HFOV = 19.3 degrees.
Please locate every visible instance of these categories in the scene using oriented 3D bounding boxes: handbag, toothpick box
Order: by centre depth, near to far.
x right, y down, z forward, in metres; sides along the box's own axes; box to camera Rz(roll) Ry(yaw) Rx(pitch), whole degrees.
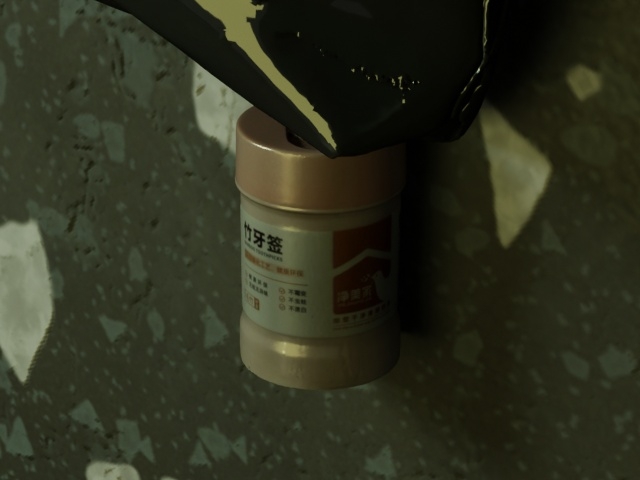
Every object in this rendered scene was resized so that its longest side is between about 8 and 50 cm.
[{"bbox_3d":[-0.028,-0.224,1.000,0.342,0.152,0.288,28,113,28],"label":"handbag"},{"bbox_3d":[0.000,0.000,1.095,0.098,0.098,0.149,18,121,34],"label":"toothpick box"}]
